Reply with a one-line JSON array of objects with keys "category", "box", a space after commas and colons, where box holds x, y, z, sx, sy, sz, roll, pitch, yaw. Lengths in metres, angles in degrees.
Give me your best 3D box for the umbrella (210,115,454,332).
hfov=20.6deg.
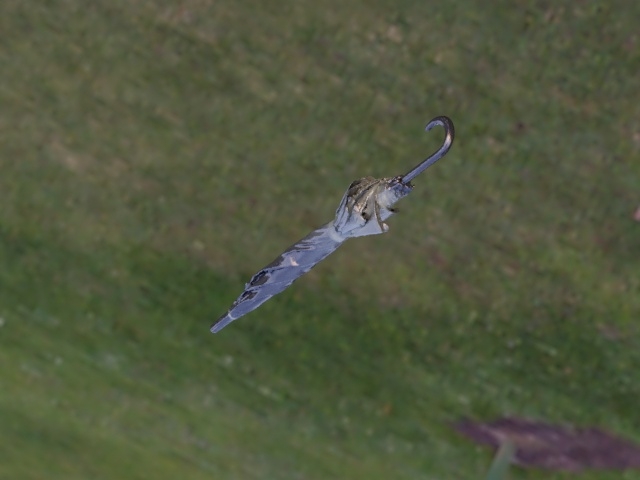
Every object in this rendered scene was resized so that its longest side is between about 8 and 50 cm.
[{"category": "umbrella", "box": [0.001, 0.004, 1.160, 0.044, 0.044, 0.269, 13, 140, -36]}]
